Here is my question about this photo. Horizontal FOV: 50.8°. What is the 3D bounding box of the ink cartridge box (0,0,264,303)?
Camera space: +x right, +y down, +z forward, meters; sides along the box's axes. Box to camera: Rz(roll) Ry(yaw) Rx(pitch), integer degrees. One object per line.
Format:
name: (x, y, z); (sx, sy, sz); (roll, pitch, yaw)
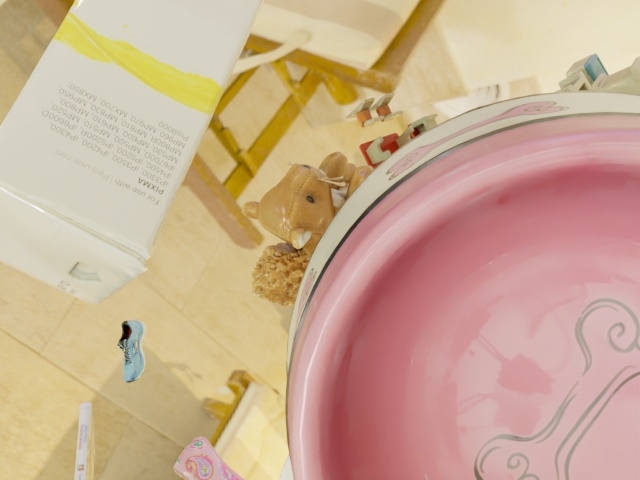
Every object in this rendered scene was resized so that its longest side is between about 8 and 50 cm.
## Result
ink cartridge box: (-0.211, -0.152, 0.728); (0.160, 0.279, 0.385); (27, 66, -20)

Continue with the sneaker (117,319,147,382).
sneaker: (-0.480, 0.274, 1.678); (0.073, 0.063, 0.162); (35, 43, -54)

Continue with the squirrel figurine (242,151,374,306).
squirrel figurine: (0.000, 0.000, 1.501); (0.370, 0.281, 0.397); (2, 118, -53)

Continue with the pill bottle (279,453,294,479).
pill bottle: (0.068, 0.300, 0.831); (0.318, 0.176, 0.177); (49, 47, -72)

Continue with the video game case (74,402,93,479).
video game case: (-0.495, 0.489, 1.417); (0.026, 0.227, 0.206); (1, 46, -16)

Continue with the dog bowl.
dog bowl: (0.159, 0.106, 0.414); (0.150, 0.407, 0.408); (-27, 110, -77)

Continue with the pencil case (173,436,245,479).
pencil case: (-0.252, 0.644, 1.768); (0.284, 0.124, 0.124); (40, 47, 9)

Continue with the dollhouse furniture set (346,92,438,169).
dollhouse furniture set: (0.212, -0.253, 1.827); (0.259, 0.135, 0.262); (-23, 85, -36)

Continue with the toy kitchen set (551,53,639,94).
toy kitchen set: (0.457, -0.218, 1.026); (0.122, 0.166, 0.207); (55, 49, -12)
